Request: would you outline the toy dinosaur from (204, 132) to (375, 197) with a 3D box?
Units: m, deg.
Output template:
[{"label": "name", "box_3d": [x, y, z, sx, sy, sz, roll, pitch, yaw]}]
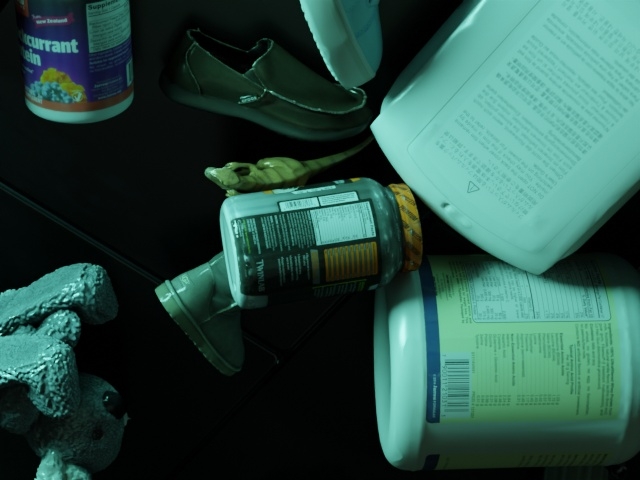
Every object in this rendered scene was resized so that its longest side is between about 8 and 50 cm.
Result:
[{"label": "toy dinosaur", "box_3d": [-0.031, -0.068, 1.314, 0.211, 0.112, 0.064, -19, 93, -35]}]

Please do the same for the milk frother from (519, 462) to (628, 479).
[{"label": "milk frother", "box_3d": [0.326, 0.308, 1.538, 0.143, 0.134, 0.129, 25, 148, -15]}]

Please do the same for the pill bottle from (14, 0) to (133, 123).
[{"label": "pill bottle", "box_3d": [-0.236, -0.219, 1.191, 0.108, 0.108, 0.193, 0, 122, -3]}]

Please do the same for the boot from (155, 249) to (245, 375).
[{"label": "boot", "box_3d": [-0.059, 0.048, 1.395, 0.208, 0.076, 0.189, -35, 145, -2]}]

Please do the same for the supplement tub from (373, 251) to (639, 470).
[{"label": "supplement tub", "box_3d": [0.228, 0.129, 1.362, 0.325, 0.235, 0.235, -1, 122, -3]}]

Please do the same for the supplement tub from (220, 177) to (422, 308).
[{"label": "supplement tub", "box_3d": [0.000, 0.000, 1.264, 0.190, 0.117, 0.117, -8, 123, -10]}]

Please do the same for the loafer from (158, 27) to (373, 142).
[{"label": "loafer", "box_3d": [-0.049, -0.159, 1.256, 0.220, 0.080, 0.078, 11, 121, -10]}]

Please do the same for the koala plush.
[{"label": "koala plush", "box_3d": [-0.297, 0.176, 1.400, 0.203, 0.196, 0.221, -17, 123, 21]}]

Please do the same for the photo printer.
[{"label": "photo printer", "box_3d": [0.220, -0.133, 1.237, 0.256, 0.107, 0.307, 41, 113, -1]}]

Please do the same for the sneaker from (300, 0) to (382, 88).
[{"label": "sneaker", "box_3d": [0.039, -0.312, 1.135, 0.150, 0.135, 0.366, -9, 123, 6]}]
